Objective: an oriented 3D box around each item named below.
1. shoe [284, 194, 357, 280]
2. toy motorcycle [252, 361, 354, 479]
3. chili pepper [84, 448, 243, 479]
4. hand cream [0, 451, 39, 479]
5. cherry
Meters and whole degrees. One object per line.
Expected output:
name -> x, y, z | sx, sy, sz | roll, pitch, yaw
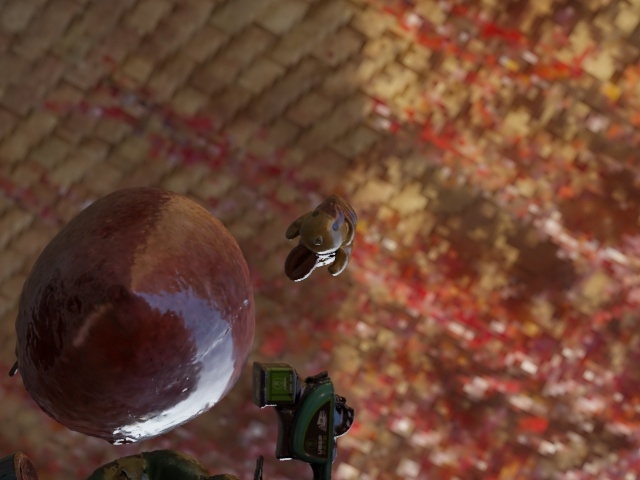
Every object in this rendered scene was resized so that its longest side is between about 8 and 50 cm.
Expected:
shoe -> 0.001, 0.003, 1.998 | 0.069, 0.072, 0.109 | -46, -170, -31
toy motorcycle -> -0.021, 0.201, 1.773 | 0.058, 0.100, 0.173 | -159, -109, -77
chili pepper -> -0.171, 0.361, 1.911 | 0.248, 0.233, 0.257 | -37, 144, -55
hand cream -> -0.408, 0.289, 1.870 | 0.270, 0.061, 0.120 | -25, -171, 2
cherry -> -0.136, 0.054, 1.388 | 0.192, 0.175, 0.250 | -37, 174, -11
